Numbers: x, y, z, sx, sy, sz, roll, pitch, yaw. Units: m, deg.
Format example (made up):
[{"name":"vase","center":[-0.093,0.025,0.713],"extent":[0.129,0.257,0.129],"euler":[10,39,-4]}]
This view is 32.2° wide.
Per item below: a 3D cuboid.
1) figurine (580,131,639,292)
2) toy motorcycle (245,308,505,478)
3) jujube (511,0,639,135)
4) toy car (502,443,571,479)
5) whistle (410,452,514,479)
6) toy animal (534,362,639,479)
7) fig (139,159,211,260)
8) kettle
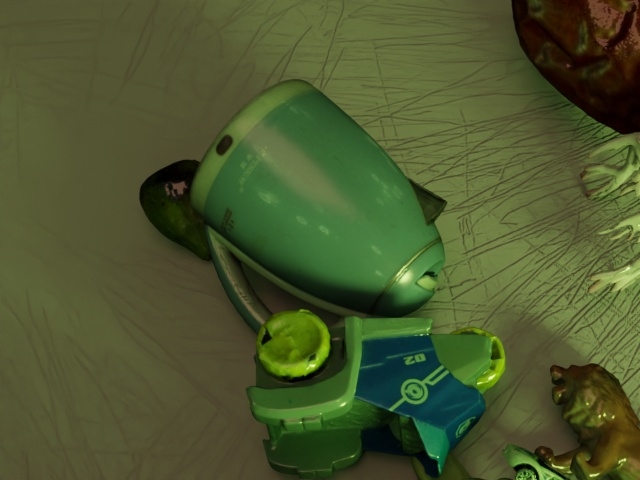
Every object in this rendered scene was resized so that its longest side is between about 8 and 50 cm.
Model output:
[{"name":"figurine","center":[0.511,-0.043,1.467],"extent":[0.315,0.284,0.206],"euler":[20,52,-5]},{"name":"toy motorcycle","center":[0.076,0.205,1.409],"extent":[0.326,0.191,0.200],"euler":[-4,53,6]},{"name":"jujube","center":[0.441,-0.324,1.618],"extent":[0.276,0.276,0.377],"euler":[-36,63,-11]},{"name":"toy car","center":[0.290,0.311,1.318],"extent":[0.058,0.093,0.186],"euler":[-43,71,8]},{"name":"whistle","center":[0.204,0.362,1.349],"extent":[0.141,0.141,0.294],"euler":[-28,28,-6]},{"name":"toy animal","center":[0.389,0.271,1.369],"extent":[0.157,0.097,0.312],"euler":[-40,61,-20]},{"name":"fig","center":[-0.198,-0.044,1.680],"extent":[0.123,0.123,0.156],"euler":[-31,97,-7]},{"name":"kettle","center":[0.000,0.000,1.552],"extent":[0.342,0.247,0.319],"euler":[42,102,15]}]
